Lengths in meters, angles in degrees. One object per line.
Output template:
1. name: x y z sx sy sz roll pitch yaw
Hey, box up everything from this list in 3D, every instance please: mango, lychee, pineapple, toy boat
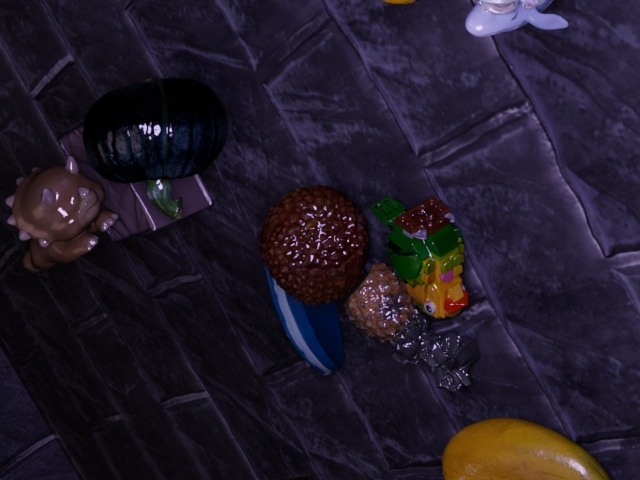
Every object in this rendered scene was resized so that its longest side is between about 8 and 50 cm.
1. mango: 0.307 0.358 1.729 0.317 0.119 0.176 -9 102 48
2. lychee: 0.000 0.000 1.786 0.188 0.188 0.188 31 137 33
3. pineapple: 0.147 0.145 1.777 0.237 0.111 0.119 42 175 7
4. toy boat: -0.022 0.112 1.964 0.062 0.096 0.299 1 120 41

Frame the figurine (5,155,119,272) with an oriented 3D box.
1. figurine: -0.494 -0.054 2.074 0.173 0.177 0.247 49 158 -18

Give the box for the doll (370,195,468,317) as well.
1. doll: 0.155 0.027 1.665 0.134 0.106 0.186 2 118 57

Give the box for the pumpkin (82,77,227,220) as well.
1. pumpkin: -0.276 -0.153 1.916 0.248 0.248 0.248 31 137 33

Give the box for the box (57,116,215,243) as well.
1. box: -0.353 -0.134 2.126 0.188 0.153 0.252 -17 102 54

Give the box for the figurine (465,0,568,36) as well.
1. figurine: 0.230 -0.318 1.261 0.128 0.184 0.208 36 97 26

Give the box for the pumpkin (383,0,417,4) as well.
1. pumpkin: 0.062 -0.445 1.387 0.317 0.139 0.221 43 145 22
